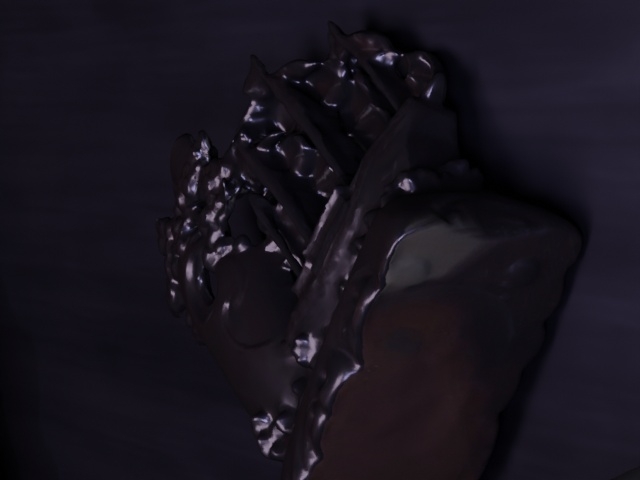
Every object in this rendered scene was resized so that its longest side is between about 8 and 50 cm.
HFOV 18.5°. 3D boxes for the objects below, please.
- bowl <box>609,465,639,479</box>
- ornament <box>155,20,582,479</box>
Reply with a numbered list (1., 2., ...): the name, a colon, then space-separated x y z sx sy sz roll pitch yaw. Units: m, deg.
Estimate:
1. bowl: 0.135 0.260 0.770 0.354 0.185 0.354 14 107 57
2. ornament: 0.000 0.000 1.011 0.260 0.106 0.251 59 139 40
